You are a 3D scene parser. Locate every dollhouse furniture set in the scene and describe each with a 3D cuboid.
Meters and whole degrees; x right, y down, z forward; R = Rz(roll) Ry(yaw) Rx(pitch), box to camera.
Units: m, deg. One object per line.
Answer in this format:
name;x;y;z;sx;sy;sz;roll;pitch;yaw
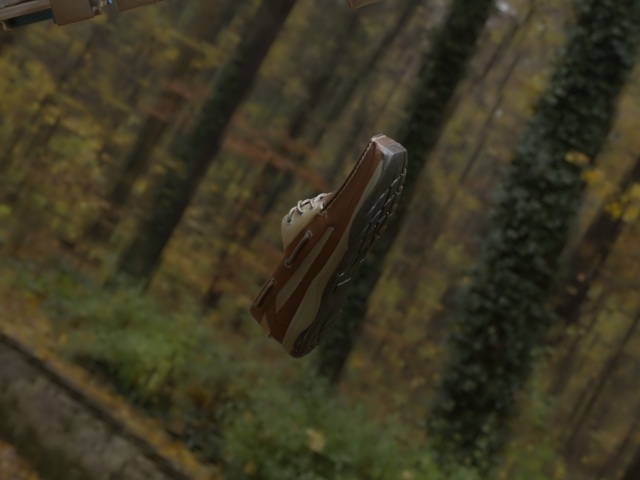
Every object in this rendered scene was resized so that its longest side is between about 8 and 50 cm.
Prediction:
dollhouse furniture set;-0.303;-0.336;1.845;0.303;0.198;0.286;-12;11;13

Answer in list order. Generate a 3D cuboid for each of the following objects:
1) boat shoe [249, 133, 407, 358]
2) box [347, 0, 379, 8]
boat shoe;0.000;0.000;2.231;0.120;0.324;0.122;33;18;15
box;0.068;-0.401;1.709;0.345;0.168;0.215;60;14;-79
